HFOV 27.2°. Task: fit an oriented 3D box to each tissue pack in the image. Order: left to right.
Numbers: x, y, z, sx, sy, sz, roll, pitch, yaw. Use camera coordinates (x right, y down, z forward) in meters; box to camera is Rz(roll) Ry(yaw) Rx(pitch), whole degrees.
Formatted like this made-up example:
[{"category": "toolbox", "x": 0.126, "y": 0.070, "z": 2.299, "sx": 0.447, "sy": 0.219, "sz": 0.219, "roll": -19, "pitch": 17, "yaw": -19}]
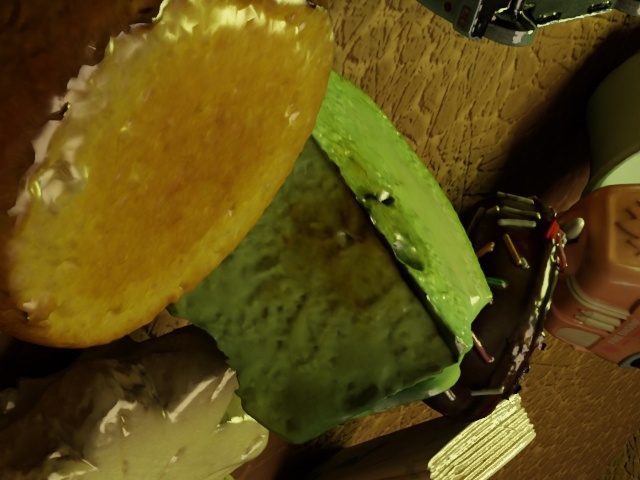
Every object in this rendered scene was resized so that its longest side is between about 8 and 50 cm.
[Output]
[{"category": "tissue pack", "x": 0.088, "y": 0.273, "z": 1.545, "sx": 0.170, "sy": 0.071, "sz": 0.325, "roll": -27, "pitch": 179, "yaw": -40}]

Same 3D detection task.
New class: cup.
[{"category": "cup", "x": 0.456, "y": -0.146, "z": 1.571, "sx": 0.347, "sy": 0.163, "sz": 0.347, "roll": -10, "pitch": 156, "yaw": -4}]

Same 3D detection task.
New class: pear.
[{"category": "pear", "x": 0.000, "y": 0.000, "z": 1.056, "sx": 0.176, "sy": 0.286, "sz": 0.282, "roll": -33, "pitch": -175, "yaw": 20}]

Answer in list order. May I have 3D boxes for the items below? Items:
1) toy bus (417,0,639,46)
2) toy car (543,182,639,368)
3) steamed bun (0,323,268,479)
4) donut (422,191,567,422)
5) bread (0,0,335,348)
[{"category": "toy bus", "x": 0.194, "y": -0.255, "z": 1.104, "sx": 0.292, "sy": 0.133, "sz": 0.125, "roll": -20, "pitch": 136, "yaw": -44}, {"category": "toy car", "x": 0.342, "y": 0.034, "z": 1.510, "sx": 0.270, "sy": 0.212, "sz": 0.180, "roll": 113, "pitch": -16, "yaw": -67}, {"category": "steamed bun", "x": -0.180, "y": 0.170, "z": 1.075, "sx": 0.295, "sy": 0.137, "sz": 0.292, "roll": 5, "pitch": 125, "yaw": -51}, {"category": "donut", "x": 0.171, "y": 0.068, "z": 1.430, "sx": 0.270, "sy": 0.103, "sz": 0.269, "roll": -159, "pitch": -90, "yaw": -80}, {"category": "bread", "x": -0.133, "y": -0.078, "z": 0.757, "sx": 0.312, "sy": 0.172, "sz": 0.312, "roll": -40, "pitch": 152, "yaw": -27}]
